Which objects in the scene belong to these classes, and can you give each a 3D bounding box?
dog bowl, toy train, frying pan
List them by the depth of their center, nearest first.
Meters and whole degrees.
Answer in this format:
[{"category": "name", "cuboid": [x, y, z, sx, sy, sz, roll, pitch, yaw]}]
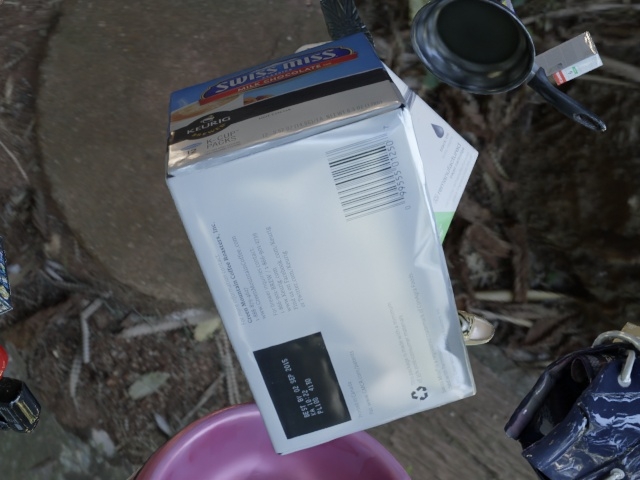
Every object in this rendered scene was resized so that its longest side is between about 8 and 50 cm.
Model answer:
[{"category": "toy train", "cuboid": [-0.197, 0.068, 0.561, 0.158, 0.036, 0.027, 75, 29, -51]}, {"category": "dog bowl", "cuboid": [-0.051, 0.358, 1.091, 0.408, 0.408, 0.150, -8, 145, -26]}, {"category": "frying pan", "cuboid": [0.294, -0.285, 1.494, 0.197, 0.326, 0.053, 86, 25, -56]}]

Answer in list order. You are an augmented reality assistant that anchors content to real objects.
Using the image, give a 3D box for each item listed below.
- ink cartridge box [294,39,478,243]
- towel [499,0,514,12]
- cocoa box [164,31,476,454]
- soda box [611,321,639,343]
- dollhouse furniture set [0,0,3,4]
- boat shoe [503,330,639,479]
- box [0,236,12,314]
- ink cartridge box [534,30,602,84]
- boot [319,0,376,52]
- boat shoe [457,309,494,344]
[{"category": "ink cartridge box", "cuboid": [0.057, -0.102, 1.285, 0.273, 0.114, 0.198, 36, 71, -36]}, {"category": "towel", "cuboid": [0.343, -0.401, 1.775, 0.083, 0.009, 0.060, 66, 29, -19]}, {"category": "cocoa box", "cuboid": [0.000, 0.000, 1.037, 0.231, 0.228, 0.347, -17, 119, 2]}, {"category": "soda box", "cuboid": [0.419, 0.161, 1.124, 0.061, 0.181, 0.058, -37, 138, -41]}, {"category": "dollhouse furniture set", "cuboid": [-0.279, -0.310, 1.039, 0.123, 0.144, 0.151, 18, 120, -13]}, {"category": "boat shoe", "cuboid": [0.328, 0.127, 0.920, 0.158, 0.127, 0.340, 40, 95, -20]}, {"category": "box", "cuboid": [-0.662, 0.021, 1.842, 0.051, 0.175, 0.220, -23, 148, 5]}, {"category": "ink cartridge box", "cuboid": [0.394, -0.288, 1.604, 0.115, 0.063, 0.029, -24, 133, 20]}, {"category": "boot", "cuboid": [0.050, -0.319, 1.641, 0.076, 0.208, 0.190, -12, 82, 0]}, {"category": "boat shoe", "cuboid": [0.201, 0.127, 1.458, 0.135, 0.045, 0.050, 10, 83, -19]}]
